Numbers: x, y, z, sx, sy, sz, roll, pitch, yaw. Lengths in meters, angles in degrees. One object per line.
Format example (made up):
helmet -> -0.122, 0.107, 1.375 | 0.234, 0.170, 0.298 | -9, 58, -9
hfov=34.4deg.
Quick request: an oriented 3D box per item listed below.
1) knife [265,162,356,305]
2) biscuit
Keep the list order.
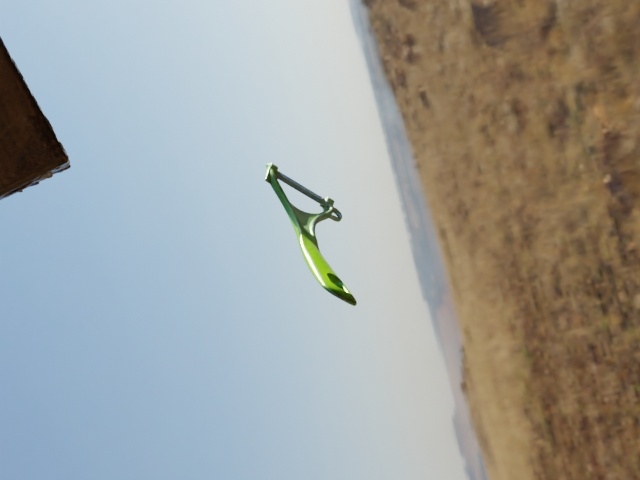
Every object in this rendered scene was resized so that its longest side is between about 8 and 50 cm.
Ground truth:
knife -> -0.002, 0.002, 0.781 | 0.078, 0.022, 0.166 | 24, -155, -27
biscuit -> -0.370, -0.165, 1.092 | 0.252, 0.106, 0.070 | 61, 169, -9
